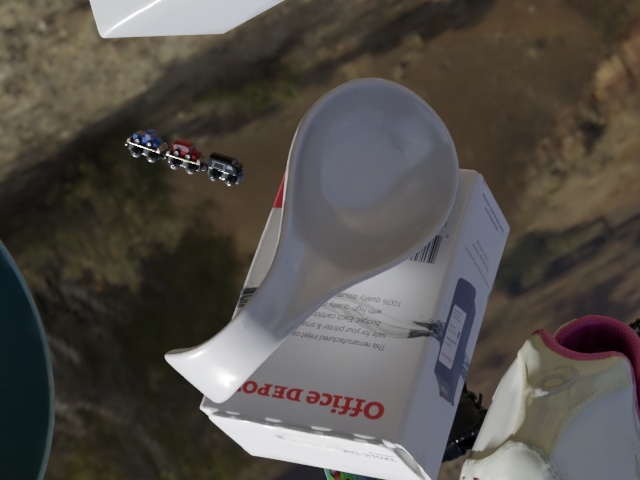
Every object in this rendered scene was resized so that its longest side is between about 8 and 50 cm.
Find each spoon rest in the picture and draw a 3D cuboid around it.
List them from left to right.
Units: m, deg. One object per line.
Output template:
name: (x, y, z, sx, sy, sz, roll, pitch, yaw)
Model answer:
spoon rest: (0.000, 0.000, 1.251, 0.276, 0.137, 0.084, -52, -166, -14)

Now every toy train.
toy train: (-0.166, -0.104, 2.063, 0.027, 0.158, 0.036, -45, 149, -60)

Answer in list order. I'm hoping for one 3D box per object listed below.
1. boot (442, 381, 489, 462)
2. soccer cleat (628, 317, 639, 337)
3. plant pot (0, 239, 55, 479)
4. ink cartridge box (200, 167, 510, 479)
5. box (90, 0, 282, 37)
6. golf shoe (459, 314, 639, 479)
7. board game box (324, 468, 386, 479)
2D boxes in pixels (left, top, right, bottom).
boot: (0.098, 0.168, 1.606, 0.121, 0.099, 0.045, -29, 145, -1)
soccer cleat: (0.352, 0.106, 1.810, 0.072, 0.060, 0.179, 4, 147, -5)
plant pot: (-0.345, 0.102, 1.081, 0.195, 0.290, 0.290, -23, 176, 36)
ink cartridge box: (0.031, 0.061, 1.346, 0.172, 0.237, 0.100, 7, 154, 27)
box: (-0.062, -0.343, 1.524, 0.345, 0.215, 0.168, -21, 171, 41)
golf shoe: (0.147, 0.109, 0.829, 0.115, 0.140, 0.306, 15, -177, 20)
board game box: (0.065, 0.333, 1.790, 0.039, 0.212, 0.160, -18, 167, 10)
